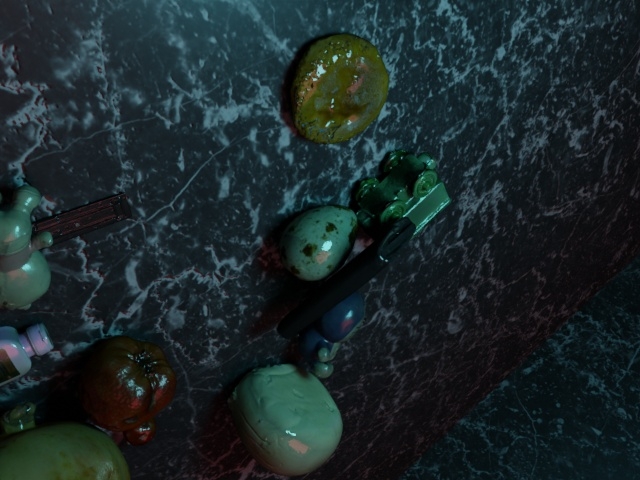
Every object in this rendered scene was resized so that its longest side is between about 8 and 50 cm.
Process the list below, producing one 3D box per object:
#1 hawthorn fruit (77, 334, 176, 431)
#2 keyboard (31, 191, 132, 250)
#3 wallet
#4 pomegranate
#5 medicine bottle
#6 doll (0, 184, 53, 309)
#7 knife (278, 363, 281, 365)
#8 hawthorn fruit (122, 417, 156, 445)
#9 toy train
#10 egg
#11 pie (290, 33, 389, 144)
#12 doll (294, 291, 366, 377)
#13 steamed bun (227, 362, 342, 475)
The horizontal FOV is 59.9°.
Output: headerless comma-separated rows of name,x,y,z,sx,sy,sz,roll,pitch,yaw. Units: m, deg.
hawthorn fruit,-0.463,0.347,1.264,0.243,0.208,0.207,-43,141,16
keyboard,-0.471,-0.035,1.074,0.204,0.013,0.061,-23,133,-24
wallet,0.062,0.098,1.418,0.406,0.062,0.228,-41,-179,35
pomegranate,-0.602,0.543,1.166,0.411,0.411,0.412,-22,134,-25
medicine bottle,-0.649,0.236,1.094,0.219,0.078,0.115,-24,133,-23
doll,-0.557,0.036,0.979,0.154,0.113,0.275,4,122,-23
knife,-0.158,0.400,1.690,0.096,0.010,0.027,-20,133,-28
hawthorn fruit,-0.475,0.488,1.450,0.093,0.093,0.093,-22,134,-25
toy train,0.213,-0.111,1.490,0.266,0.145,0.202,-42,142,-4
egg,0.000,0.000,1.383,0.231,0.169,0.169,-44,141,-21
pie,0.042,-0.324,1.234,0.273,0.069,0.274,-19,133,-22
doll,0.042,0.259,1.640,0.258,0.154,0.228,-49,179,15
steamed bun,-0.108,0.539,1.619,0.333,0.312,0.233,13,120,-43
